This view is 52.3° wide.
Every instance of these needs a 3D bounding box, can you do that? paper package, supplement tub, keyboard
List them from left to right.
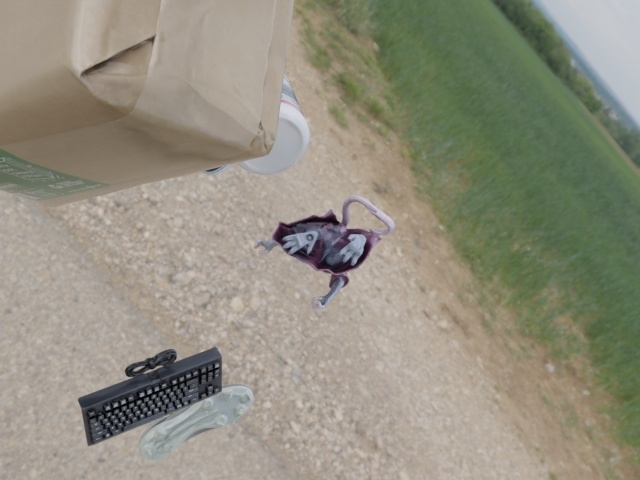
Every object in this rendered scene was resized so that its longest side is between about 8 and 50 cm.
[{"bbox_3d":[-0.183,-0.198,0.520,0.168,0.325,0.309,21,70,-48],"label":"paper package"},{"bbox_3d":[-0.206,0.187,0.813,0.180,0.108,0.023,-18,35,-31],"label":"keyboard"},{"bbox_3d":[-0.144,-0.304,1.569,0.191,0.191,0.272,30,27,-37],"label":"supplement tub"}]

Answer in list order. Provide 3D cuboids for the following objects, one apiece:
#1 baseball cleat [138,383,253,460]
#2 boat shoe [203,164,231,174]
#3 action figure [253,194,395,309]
[{"bbox_3d":[-0.218,0.297,1.121,0.072,0.206,0.109,69,-16,-11],"label":"baseball cleat"},{"bbox_3d":[-0.156,-0.184,1.089,0.065,0.183,0.083,44,17,8],"label":"boat shoe"},{"bbox_3d":[0.000,0.000,1.619,0.248,0.275,0.370,43,-2,4],"label":"action figure"}]
